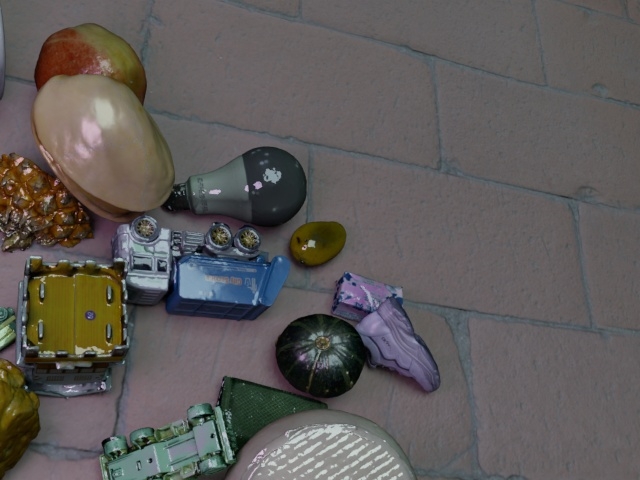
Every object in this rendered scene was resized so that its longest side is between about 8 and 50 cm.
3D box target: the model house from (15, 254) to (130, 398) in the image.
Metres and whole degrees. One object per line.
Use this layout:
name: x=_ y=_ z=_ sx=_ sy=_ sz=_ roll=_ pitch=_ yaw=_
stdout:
model house: x=-0.461 y=0.157 z=1.545 sx=0.198 sy=0.215 sz=0.224 roll=1 pitch=63 yaw=-20

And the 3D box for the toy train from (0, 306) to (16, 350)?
toy train: x=-0.618 y=0.179 z=1.565 sx=0.081 sy=0.050 sz=0.122 roll=49 pitch=55 yaw=1

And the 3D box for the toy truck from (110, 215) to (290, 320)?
toy truck: x=-0.251 y=0.061 z=1.736 sx=0.367 sy=0.146 sz=0.175 roll=8 pitch=65 yaw=-21

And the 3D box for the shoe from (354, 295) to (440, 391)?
shoe: x=0.168 y=0.253 z=1.849 sx=0.245 sy=0.137 sz=0.095 roll=57 pitch=11 yaw=-16

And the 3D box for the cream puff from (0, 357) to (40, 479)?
cream puff: x=-0.589 y=0.317 z=1.403 sx=0.244 sy=0.244 sz=0.196 roll=-11 pitch=56 yaw=-29

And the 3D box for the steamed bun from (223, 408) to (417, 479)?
steamed bun: x=-0.003 y=0.495 z=1.538 sx=0.374 sy=0.241 sz=0.374 roll=1 pitch=83 yaw=-8

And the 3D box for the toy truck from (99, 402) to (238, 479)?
toy truck: x=-0.264 y=0.392 z=1.512 sx=0.135 sy=0.259 sz=0.128 roll=31 pitch=36 yaw=-59

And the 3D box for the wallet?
wallet: x=-0.102 y=0.378 z=1.685 sx=0.236 sy=0.055 sz=0.160 roll=19 pitch=62 yaw=-19

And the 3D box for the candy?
candy: x=0.110 y=0.138 z=1.899 sx=0.160 sy=0.073 sz=0.092 roll=19 pitch=56 yaw=-14

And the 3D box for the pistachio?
pistachio: x=-0.430 y=-0.188 z=1.649 sx=0.321 sy=0.229 sz=0.238 roll=52 pitch=50 yaw=-19

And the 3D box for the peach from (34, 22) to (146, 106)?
peach: x=-0.482 y=-0.341 z=1.804 sx=0.257 sy=0.232 sz=0.232 roll=49 pitch=55 yaw=1

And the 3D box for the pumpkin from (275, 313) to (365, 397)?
pumpkin: x=0.000 y=0.240 z=1.749 sx=0.190 sy=0.146 sz=0.190 roll=9 pitch=62 yaw=-18

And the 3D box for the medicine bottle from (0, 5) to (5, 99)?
medicine bottle: x=-0.776 y=-0.401 z=1.693 sx=0.232 sy=0.238 sz=0.238 roll=-5 pitch=66 yaw=-26

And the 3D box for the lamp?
lamp: x=-0.183 y=-0.127 z=1.846 sx=0.314 sy=0.182 sz=0.182 roll=6 pitch=61 yaw=-20

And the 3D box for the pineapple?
pineapple: x=-0.591 y=-0.068 z=1.661 sx=0.250 sy=0.140 sz=0.164 roll=45 pitch=56 yaw=0

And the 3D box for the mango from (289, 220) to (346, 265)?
mango: x=0.000 y=0.000 z=1.926 sx=0.161 sy=0.076 sz=0.103 roll=-27 pitch=70 yaw=-41
